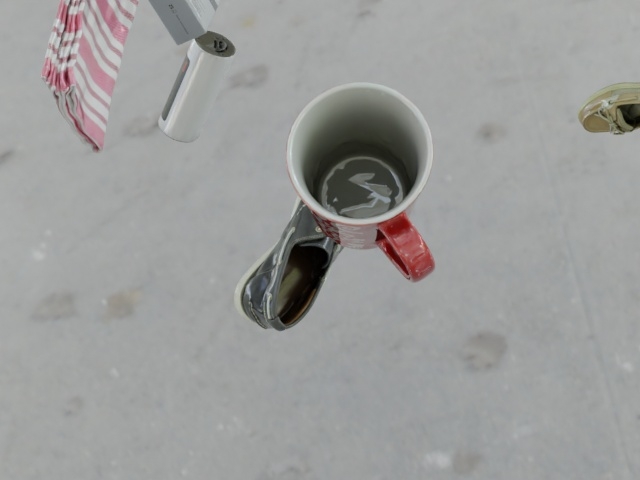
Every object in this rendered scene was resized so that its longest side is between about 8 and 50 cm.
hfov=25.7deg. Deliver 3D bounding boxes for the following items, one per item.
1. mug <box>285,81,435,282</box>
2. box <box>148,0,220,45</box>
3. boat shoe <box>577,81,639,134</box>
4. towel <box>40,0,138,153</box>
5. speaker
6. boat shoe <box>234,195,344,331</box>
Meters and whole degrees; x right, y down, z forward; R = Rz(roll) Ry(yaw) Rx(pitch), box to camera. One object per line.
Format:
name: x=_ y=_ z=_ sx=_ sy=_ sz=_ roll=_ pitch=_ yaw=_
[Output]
mug: x=0.033 y=-0.034 z=1.147 sx=0.113 sy=0.169 sz=0.150 roll=-3 pitch=80 yaw=1
box: x=-0.144 y=-0.301 z=1.393 sx=0.038 sy=0.145 sz=0.186 roll=-19 pitch=30 yaw=22
boat shoe: x=0.360 y=-0.147 z=1.590 sx=0.153 sy=0.056 sz=0.048 roll=-11 pitch=48 yaw=35
towel: x=-0.190 y=-0.190 z=1.217 sx=0.029 sy=0.144 sz=0.197 roll=9 pitch=73 yaw=8
speaker: x=-0.149 y=-0.187 z=1.699 sx=0.055 sy=0.136 sz=0.055 roll=18 pitch=38 yaw=-14
boat shoe: x=0.000 y=0.000 z=1.556 sx=0.233 sy=0.084 sz=0.079 roll=-55 pitch=27 yaw=-12
